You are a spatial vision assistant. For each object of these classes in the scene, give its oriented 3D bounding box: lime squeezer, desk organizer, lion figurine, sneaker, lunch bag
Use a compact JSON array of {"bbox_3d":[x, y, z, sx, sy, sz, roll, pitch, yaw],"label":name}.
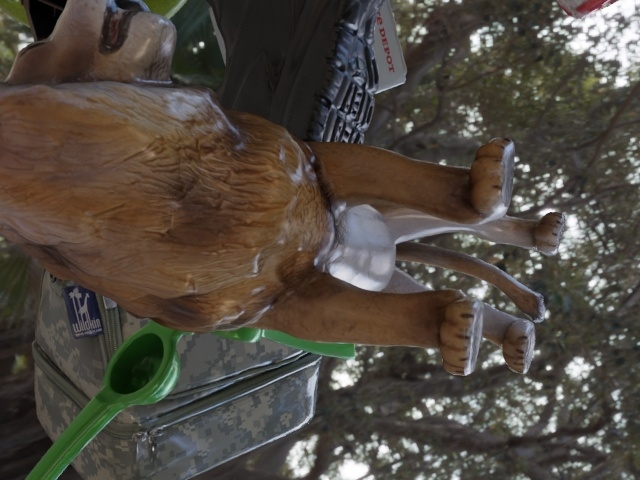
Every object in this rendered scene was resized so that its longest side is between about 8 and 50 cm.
[{"bbox_3d":[-0.097,0.092,0.531,0.059,0.310,0.110,36,-46,33],"label":"lime squeezer"},{"bbox_3d":[-0.233,-0.207,0.673,0.130,0.047,0.050,174,-100,-71],"label":"desk organizer"},{"bbox_3d":[0.000,0.000,0.452,0.240,0.392,0.142,8,-102,24],"label":"lion figurine"},{"bbox_3d":[-0.010,-0.184,0.513,0.130,0.109,0.286,22,-82,23],"label":"sneaker"},{"bbox_3d":[-0.145,0.090,0.826,0.212,0.305,0.256,28,-60,42],"label":"lunch bag"}]

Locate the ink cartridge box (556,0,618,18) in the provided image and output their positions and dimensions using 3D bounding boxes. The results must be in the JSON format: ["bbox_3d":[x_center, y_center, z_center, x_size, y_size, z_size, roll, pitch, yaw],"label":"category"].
[{"bbox_3d":[0.245,-0.255,0.428,0.226,0.306,0.131,-32,-87,40],"label":"ink cartridge box"}]

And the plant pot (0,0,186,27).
[{"bbox_3d":[-0.273,-0.426,0.877,0.366,0.366,0.353,115,-31,-49],"label":"plant pot"}]

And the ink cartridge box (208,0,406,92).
[{"bbox_3d":[-0.007,-0.195,0.779,0.072,0.175,0.128,0,-69,50],"label":"ink cartridge box"}]
